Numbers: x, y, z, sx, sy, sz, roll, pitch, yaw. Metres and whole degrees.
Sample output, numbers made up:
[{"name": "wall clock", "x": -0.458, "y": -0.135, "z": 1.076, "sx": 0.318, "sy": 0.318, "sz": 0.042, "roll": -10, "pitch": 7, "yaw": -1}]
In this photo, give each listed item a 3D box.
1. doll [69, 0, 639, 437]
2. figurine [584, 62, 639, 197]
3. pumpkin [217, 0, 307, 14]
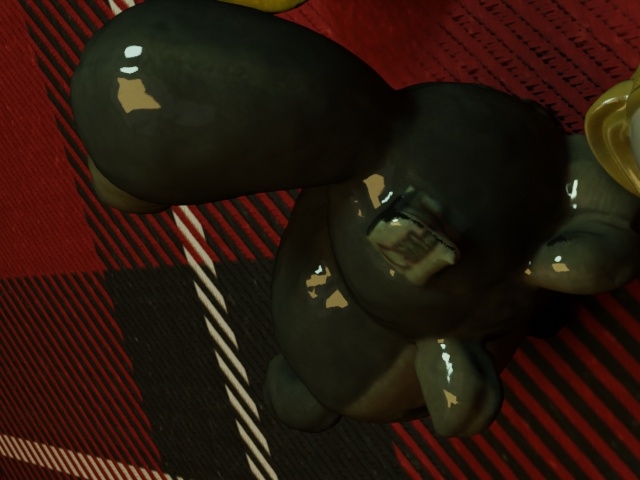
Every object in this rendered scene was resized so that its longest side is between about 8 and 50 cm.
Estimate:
[{"name": "doll", "x": 0.013, "y": -0.029, "z": 0.994, "sx": 0.378, "sy": 0.252, "sz": 0.382, "roll": 39, "pitch": 153, "yaw": -5}, {"name": "figurine", "x": 0.273, "y": -0.047, "z": 0.723, "sx": 0.274, "sy": 0.133, "sz": 0.194, "roll": 11, "pitch": 140, "yaw": 51}, {"name": "pumpkin", "x": 0.012, "y": -0.288, "z": 1.057, "sx": 0.111, "sy": 0.163, "sz": 0.278, "roll": 21, "pitch": 121, "yaw": -1}]
